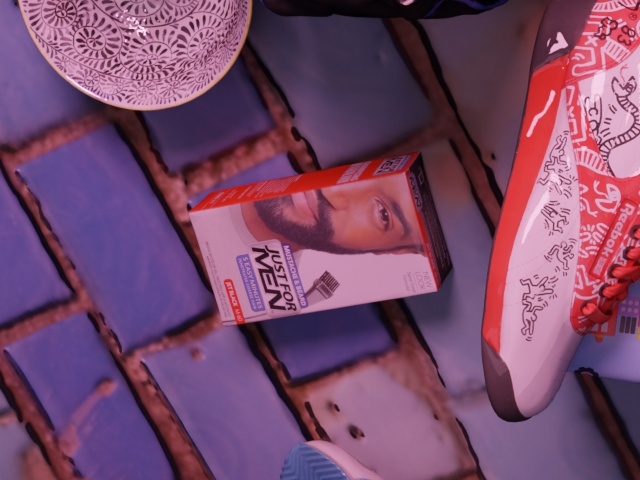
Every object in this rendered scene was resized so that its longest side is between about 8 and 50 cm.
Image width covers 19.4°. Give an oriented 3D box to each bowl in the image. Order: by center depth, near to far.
[{"bbox_3d":[-0.116,-0.181,1.289,0.170,0.080,0.170,6,112,15],"label":"bowl"}]

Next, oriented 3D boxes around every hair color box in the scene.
[{"bbox_3d":[0.000,0.000,1.340,0.167,0.053,0.093,-11,106,20],"label":"hair color box"}]

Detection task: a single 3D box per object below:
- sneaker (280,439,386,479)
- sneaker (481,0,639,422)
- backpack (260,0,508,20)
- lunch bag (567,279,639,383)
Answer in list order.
[{"bbox_3d":[0.064,0.231,1.398,0.229,0.092,0.087,40,121,21],"label":"sneaker"},{"bbox_3d":[0.188,-0.013,1.129,0.145,0.090,0.270,9,87,21],"label":"sneaker"},{"bbox_3d":[0.023,-0.266,1.129,0.213,0.276,0.263,3,99,15],"label":"backpack"},{"bbox_3d":[0.257,-0.057,1.207,0.221,0.138,0.293,8,103,17],"label":"lunch bag"}]
